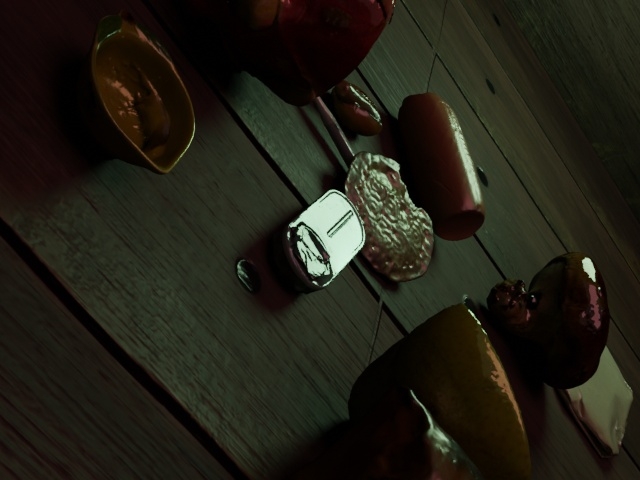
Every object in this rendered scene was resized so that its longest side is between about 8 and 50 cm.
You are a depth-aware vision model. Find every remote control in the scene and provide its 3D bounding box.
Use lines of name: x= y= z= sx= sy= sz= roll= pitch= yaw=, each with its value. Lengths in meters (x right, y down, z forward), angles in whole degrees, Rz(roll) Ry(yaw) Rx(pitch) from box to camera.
remote control: x=0.000 y=0.000 z=1.353 sx=0.104 sy=0.052 sz=0.247 roll=59 pitch=28 yaw=-6

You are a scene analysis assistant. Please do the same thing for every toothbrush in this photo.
toothbrush: x=0.023 y=-0.177 z=1.571 sx=0.342 sy=0.030 sz=0.025 roll=57 pitch=28 yaw=-12

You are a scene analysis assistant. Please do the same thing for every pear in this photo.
pear: x=0.145 y=0.256 z=1.171 sx=0.139 sy=0.288 sz=0.239 roll=-22 pitch=61 yaw=-30

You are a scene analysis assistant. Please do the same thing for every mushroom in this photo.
mushroom: x=0.472 y=0.149 z=1.917 sx=0.254 sy=0.267 sz=0.267 roll=31 pitch=25 yaw=12

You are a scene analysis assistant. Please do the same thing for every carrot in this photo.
carrot: x=0.105 y=0.358 z=1.021 sx=0.341 sy=0.241 sz=0.241 roll=57 pitch=28 yaw=-8

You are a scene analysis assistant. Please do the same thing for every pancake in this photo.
pancake: x=0.112 y=-0.039 z=1.566 sx=0.212 sy=0.029 sz=0.235 roll=-30 pitch=98 yaw=-49

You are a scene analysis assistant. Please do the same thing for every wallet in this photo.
wallet: x=0.622 y=0.331 z=2.147 sx=0.275 sy=0.068 sz=0.335 roll=55 pitch=35 yaw=-9

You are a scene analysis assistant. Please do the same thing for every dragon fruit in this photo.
dragon fruit: x=-0.057 y=-0.366 z=1.338 sx=0.225 sy=0.305 sz=0.305 roll=23 pitch=46 yaw=-30

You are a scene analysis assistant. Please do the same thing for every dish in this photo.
dish: x=-0.224 y=-0.156 z=1.070 sx=0.148 sy=0.080 sz=0.208 roll=11 pitch=59 yaw=-53

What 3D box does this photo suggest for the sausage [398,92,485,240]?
sausage: x=0.229 y=-0.152 z=1.814 sx=0.121 sy=0.121 sz=0.304 roll=25 pitch=44 yaw=-50

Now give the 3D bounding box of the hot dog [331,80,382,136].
hot dog: x=0.062 y=-0.238 z=1.661 sx=0.140 sy=0.060 sz=0.090 roll=36 pitch=33 yaw=-36
